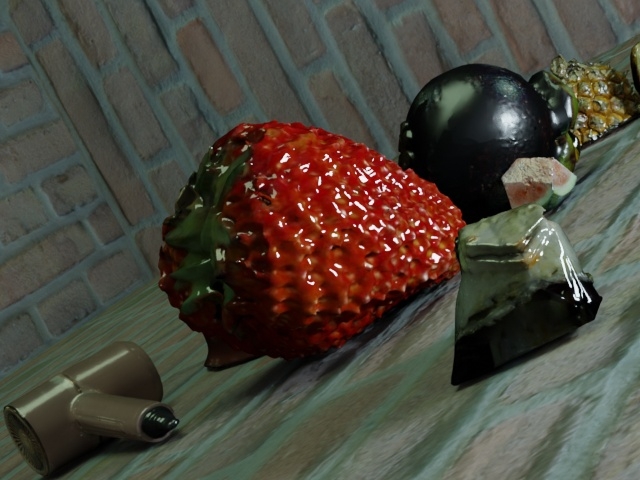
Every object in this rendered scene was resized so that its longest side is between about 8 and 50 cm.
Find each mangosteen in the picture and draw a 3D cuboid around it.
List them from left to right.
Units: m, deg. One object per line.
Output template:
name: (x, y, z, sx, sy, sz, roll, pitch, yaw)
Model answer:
mangosteen: (0.215, -0.123, 2.050, 0.243, 0.243, 0.243, -28, 5, 3)

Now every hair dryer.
hair dryer: (-0.235, 0.207, 1.917, 0.189, 0.106, 0.344, -29, 14, -28)

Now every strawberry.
strawberry: (0.000, 0.000, 1.813, 0.351, 0.267, 0.312, -4, -13, -28)

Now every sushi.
sushi: (0.166, 0.019, 1.378, 0.134, 0.109, 0.273, -26, 5, 17)

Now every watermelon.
watermelon: (0.269, -0.069, 1.943, 0.085, 0.072, 0.092, -7, 10, 25)

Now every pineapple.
pineapple: (0.385, -0.218, 2.385, 0.176, 0.137, 0.161, -28, 5, 19)

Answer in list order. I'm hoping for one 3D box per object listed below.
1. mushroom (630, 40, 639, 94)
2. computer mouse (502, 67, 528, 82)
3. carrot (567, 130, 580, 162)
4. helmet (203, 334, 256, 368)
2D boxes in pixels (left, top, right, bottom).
mushroom: (0.577, -0.285, 2.220, 0.312, 0.100, 0.081, -24, 12, 28)
computer mouse: (0.230, -0.131, 2.395, 0.269, 0.100, 0.170, -52, -1, -6)
carrot: (0.248, -0.090, 2.237, 0.260, 0.070, 0.070, -25, 6, 32)
helmet: (-0.073, -0.013, 2.149, 0.385, 0.230, 0.337, -27, 14, 47)
